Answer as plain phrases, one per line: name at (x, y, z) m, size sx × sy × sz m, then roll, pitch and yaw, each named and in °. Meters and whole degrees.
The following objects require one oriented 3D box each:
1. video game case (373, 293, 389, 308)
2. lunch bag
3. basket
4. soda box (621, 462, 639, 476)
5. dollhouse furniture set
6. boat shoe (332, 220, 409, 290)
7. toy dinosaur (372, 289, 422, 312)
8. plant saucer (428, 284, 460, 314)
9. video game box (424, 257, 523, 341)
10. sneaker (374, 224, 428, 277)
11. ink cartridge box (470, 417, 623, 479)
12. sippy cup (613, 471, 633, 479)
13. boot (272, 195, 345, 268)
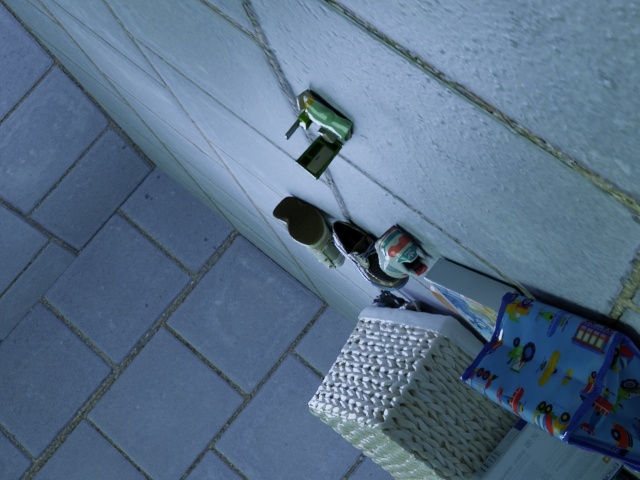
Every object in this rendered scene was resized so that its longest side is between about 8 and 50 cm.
video game case at (0.193, 0.213, 2.230) m, size 0.183 × 0.023 × 0.201 m, roll 40°, pitch -165°, yaw 1°
lunch bag at (0.362, 0.201, 1.169) m, size 0.293 × 0.138 × 0.221 m, roll 30°, pitch 177°, yaw -25°
basket at (0.213, 0.331, 1.915) m, size 0.328 × 0.266 × 0.331 m, roll 41°, pitch 161°, yaw -22°
soda box at (0.450, 0.294, 1.446) m, size 0.181 × 0.058 × 0.061 m, roll 36°, pitch 172°, yaw 27°
dollhouse furniture set at (-0.007, -0.128, 1.201) m, size 0.076 × 0.058 × 0.152 m, roll 39°, pitch 174°, yaw 7°
boat shoe at (0.081, 0.026, 1.710) m, size 0.183 × 0.066 × 0.066 m, roll 36°, pitch 171°, yaw 36°
toy dinosaur at (0.176, 0.147, 2.041) m, size 0.118 × 0.064 × 0.268 m, roll 33°, pitch 170°, yaw 13°
plant saucer at (0.221, 0.103, 1.663) m, size 0.083 × 0.013 × 0.083 m, roll 40°, pitch 173°, yaw 6°
video game box at (0.264, 0.116, 1.365) m, size 0.187 × 0.048 × 0.205 m, roll 40°, pitch 174°, yaw -24°
sneaker at (0.136, 0.037, 1.509) m, size 0.075 × 0.057 × 0.161 m, roll 43°, pitch 173°, yaw 25°
ink cartridge box at (0.429, 0.436, 1.804) m, size 0.224 × 0.223 × 0.045 m, roll 44°, pitch 173°, yaw -17°
sippy cup at (0.549, 0.547, 1.974) m, size 0.224 × 0.240 × 0.305 m, roll 20°, pitch -173°, yaw 40°
boot at (0.000, 0.000, 1.959) m, size 0.165 × 0.077 × 0.213 m, roll 45°, pitch 177°, yaw -30°
